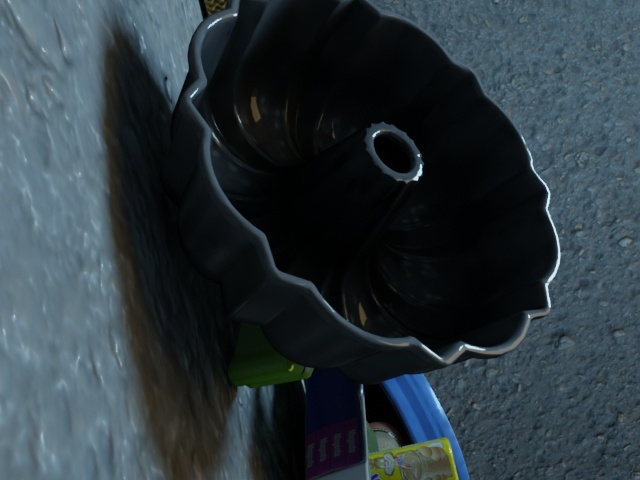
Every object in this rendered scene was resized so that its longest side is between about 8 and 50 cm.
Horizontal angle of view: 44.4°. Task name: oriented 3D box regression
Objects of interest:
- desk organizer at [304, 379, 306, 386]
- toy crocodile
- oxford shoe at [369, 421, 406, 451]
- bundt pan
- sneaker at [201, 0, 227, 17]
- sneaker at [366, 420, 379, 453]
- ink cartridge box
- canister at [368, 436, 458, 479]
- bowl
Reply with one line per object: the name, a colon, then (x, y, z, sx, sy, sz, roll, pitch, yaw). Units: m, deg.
desk organizer: (-0.007, 0.137, 1.073, 0.050, 0.047, 0.130, 68, 10, -75)
toy crocodile: (0.000, 0.000, 0.737, 0.105, 0.115, 0.340, 57, 39, -26)
oxford shoe: (0.137, 0.507, 1.398, 0.130, 0.123, 0.348, -34, 101, -80)
bundt pan: (0.023, -0.037, 0.613, 0.124, 0.331, 0.330, -42, -130, 46)
sneaker: (-0.103, -0.250, 0.955, 0.084, 0.070, 0.185, 170, -93, -78)
sneaker: (0.074, 0.360, 1.199, 0.086, 0.064, 0.192, -124, -162, -57)
ink cartridge box: (0.019, 0.204, 0.857, 0.324, 0.071, 0.330, -91, 174, -64)
canister: (0.113, 0.357, 1.120, 0.073, 0.170, 0.126, 36, 41, -83)
bowl: (0.166, 0.375, 1.579, 0.391, 0.077, 0.391, 60, -15, 28)
